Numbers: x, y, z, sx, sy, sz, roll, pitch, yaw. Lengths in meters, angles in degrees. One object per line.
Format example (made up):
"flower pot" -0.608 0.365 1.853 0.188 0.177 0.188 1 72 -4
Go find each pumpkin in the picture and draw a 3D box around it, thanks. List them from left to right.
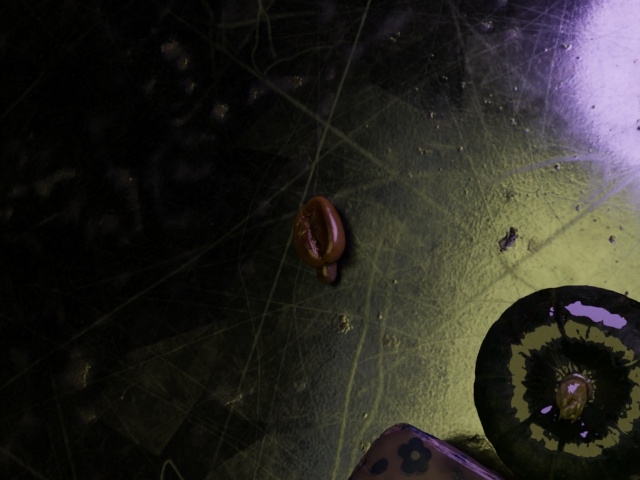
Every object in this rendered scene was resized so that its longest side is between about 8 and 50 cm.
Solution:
"pumpkin" 0.351 0.202 1.381 0.300 0.207 0.300 -6 76 24

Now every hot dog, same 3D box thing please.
"hot dog" 0.002 -0.001 1.672 0.089 0.060 0.140 -29 61 20

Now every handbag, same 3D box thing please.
"handbag" 0.179 0.385 1.424 0.251 0.193 0.190 30 85 29
